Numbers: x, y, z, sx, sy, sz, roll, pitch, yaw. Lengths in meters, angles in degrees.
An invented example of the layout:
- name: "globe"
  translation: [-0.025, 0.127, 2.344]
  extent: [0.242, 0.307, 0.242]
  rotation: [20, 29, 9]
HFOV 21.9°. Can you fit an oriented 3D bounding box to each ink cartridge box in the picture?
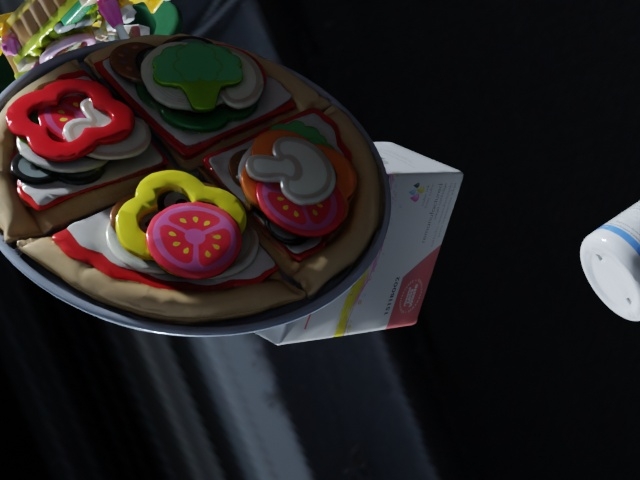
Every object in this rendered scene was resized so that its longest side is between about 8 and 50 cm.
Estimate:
- name: "ink cartridge box"
  translation: [0.000, 0.000, 1.061]
  extent: [0.067, 0.198, 0.115]
  rotation: [26, -72, 33]

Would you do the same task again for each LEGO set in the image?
- name: "LEGO set"
  translation: [-0.120, -0.096, 0.977]
  extent: [0.107, 0.132, 0.287]
  rotation: [62, -19, 5]

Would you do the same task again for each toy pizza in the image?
- name: "toy pizza"
  translation: [-0.064, -0.037, 0.784]
  extent: [0.201, 0.201, 0.032]
  rotation: [27, -43, 13]

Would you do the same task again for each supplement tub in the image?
- name: "supplement tub"
  translation: [0.238, 0.001, 1.134]
  extent: [0.071, 0.107, 0.071]
  rotation: [50, -19, 24]

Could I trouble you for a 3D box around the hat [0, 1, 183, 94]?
- name: "hat"
  translation: [-0.147, -0.066, 1.242]
  extent: [0.208, 0.173, 0.183]
  rotation: [-6, -54, 22]
